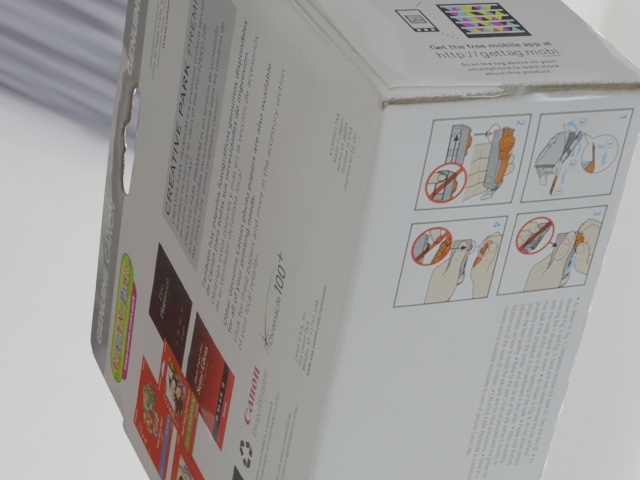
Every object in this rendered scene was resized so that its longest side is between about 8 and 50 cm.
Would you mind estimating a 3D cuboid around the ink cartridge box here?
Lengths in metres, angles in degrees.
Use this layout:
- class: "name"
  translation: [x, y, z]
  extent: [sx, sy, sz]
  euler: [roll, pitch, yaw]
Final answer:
- class: "ink cartridge box"
  translation: [0.000, 0.000, 0.888]
  extent: [0.272, 0.130, 0.309]
  euler: [-127, -141, -48]
